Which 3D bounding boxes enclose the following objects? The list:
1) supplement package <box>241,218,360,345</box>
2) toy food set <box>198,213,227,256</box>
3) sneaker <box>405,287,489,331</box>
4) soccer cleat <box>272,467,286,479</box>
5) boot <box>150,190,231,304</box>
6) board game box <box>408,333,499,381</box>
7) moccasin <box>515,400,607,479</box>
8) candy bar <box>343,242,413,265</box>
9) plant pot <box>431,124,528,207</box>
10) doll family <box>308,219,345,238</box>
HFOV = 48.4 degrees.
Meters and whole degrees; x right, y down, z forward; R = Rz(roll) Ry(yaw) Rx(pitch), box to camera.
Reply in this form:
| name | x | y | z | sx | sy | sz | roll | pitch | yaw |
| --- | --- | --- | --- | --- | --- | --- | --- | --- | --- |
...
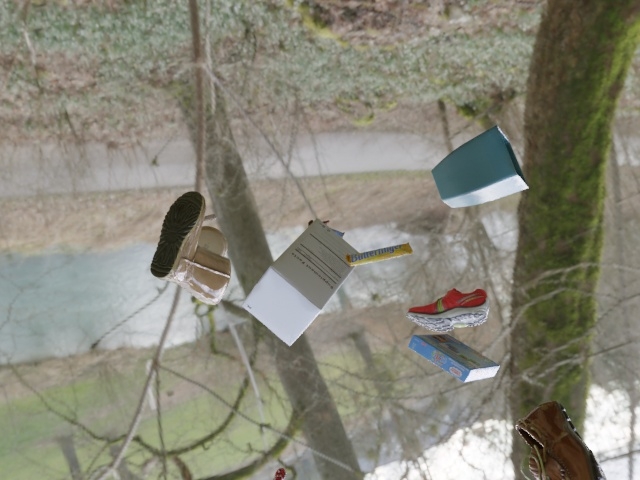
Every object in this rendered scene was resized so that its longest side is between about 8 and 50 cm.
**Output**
| name | x | y | z | sx | sy | sz | roll | pitch | yaw |
| --- | --- | --- | --- | --- | --- | --- | --- | --- | --- |
| supplement package | -0.045 | 0.108 | 1.929 | 0.177 | 0.175 | 0.293 | -51 | 178 | 38 |
| toy food set | -0.345 | 0.016 | 2.142 | 0.132 | 0.192 | 0.038 | -11 | -168 | 4 |
| sneaker | 0.388 | 0.203 | 2.154 | 0.279 | 0.118 | 0.107 | -11 | 142 | 40 |
| soccer cleat | -0.111 | 0.604 | 1.779 | 0.035 | 0.029 | 0.083 | -44 | -167 | 32 |
| boot | -0.300 | 0.024 | 1.778 | 0.089 | 0.236 | 0.269 | 22 | 173 | 26 |
| board game box | 0.325 | 0.279 | 1.717 | 0.211 | 0.160 | 0.039 | 9 | 108 | -57 |
| moccasin | 0.493 | 0.466 | 1.474 | 0.147 | 0.139 | 0.380 | -26 | -160 | 7 |
| candy bar | 0.135 | 0.033 | 1.654 | 0.162 | 0.040 | 0.018 | -11 | 130 | -10 |
| plant pot | 0.464 | -0.201 | 2.121 | 0.234 | 0.165 | 0.165 | -24 | 160 | 21 |
| doll family | 0.000 | 0.000 | 2.146 | 0.193 | 0.111 | 0.076 | -63 | 179 | 36 |
